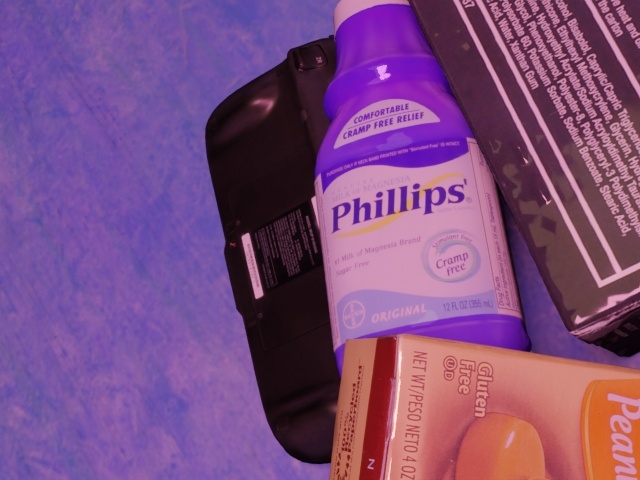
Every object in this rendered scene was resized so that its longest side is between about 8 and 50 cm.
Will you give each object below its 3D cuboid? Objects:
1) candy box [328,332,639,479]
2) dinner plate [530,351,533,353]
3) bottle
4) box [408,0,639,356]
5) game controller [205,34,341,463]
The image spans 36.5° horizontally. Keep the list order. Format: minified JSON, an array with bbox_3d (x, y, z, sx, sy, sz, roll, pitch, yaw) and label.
[{"bbox_3d":[0.161,0.160,0.499,0.316,0.087,0.183,10,81,-14],"label":"candy box"},{"bbox_3d":[0.098,0.126,0.680,0.141,0.017,0.141,-6,77,26],"label":"dinner plate"},{"bbox_3d":[0.056,-0.034,0.627,0.118,0.092,0.283,-12,66,14],"label":"bottle"},{"bbox_3d":[0.236,-0.126,0.574,0.294,0.183,0.296,-29,69,20],"label":"box"},{"bbox_3d":[0.000,0.000,0.732,0.166,0.067,0.319,-32,61,34],"label":"game controller"}]
